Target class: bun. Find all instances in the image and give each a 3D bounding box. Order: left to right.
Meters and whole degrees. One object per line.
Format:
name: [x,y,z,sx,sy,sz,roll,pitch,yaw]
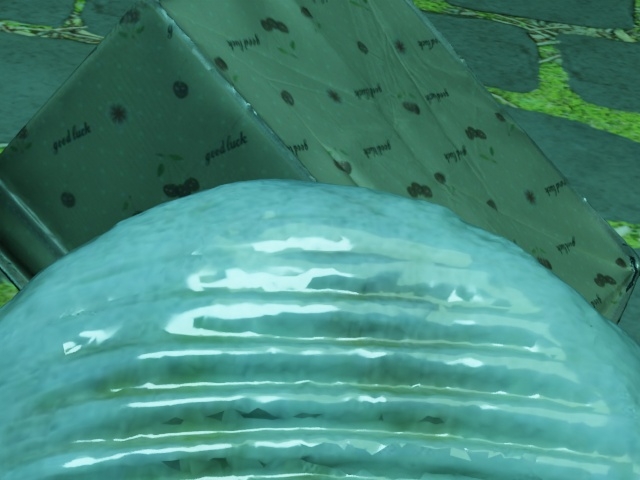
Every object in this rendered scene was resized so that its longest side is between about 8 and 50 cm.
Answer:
bun: [-0.009,0.158,0.602,0.362,0.211,0.361,1,63,-1]

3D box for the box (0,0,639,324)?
box: [0.000,0.000,0.835,0.297,0.190,0.225,50,33,-3]
